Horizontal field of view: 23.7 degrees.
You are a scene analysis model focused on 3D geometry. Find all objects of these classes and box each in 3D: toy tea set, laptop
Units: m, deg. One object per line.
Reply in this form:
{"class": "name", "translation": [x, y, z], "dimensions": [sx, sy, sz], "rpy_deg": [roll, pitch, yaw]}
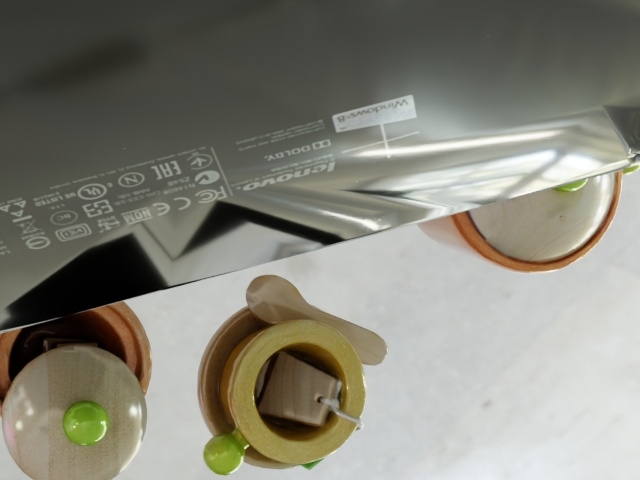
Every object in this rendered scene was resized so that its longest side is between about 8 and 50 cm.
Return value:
{"class": "toy tea set", "translation": [0.000, 0.000, 0.712], "dimensions": [0.200, 0.124, 0.336], "rpy_deg": [45, 76, -15]}
{"class": "laptop", "translation": [-0.072, -0.109, 0.447], "dimensions": [0.382, 0.236, 0.408], "rpy_deg": [-15, 152, 2]}
